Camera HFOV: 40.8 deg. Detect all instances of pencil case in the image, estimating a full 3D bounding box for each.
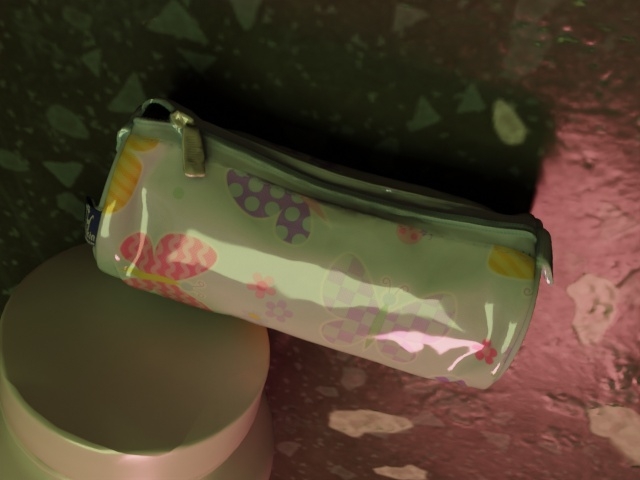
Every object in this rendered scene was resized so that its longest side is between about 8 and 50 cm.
[{"bbox_3d":[0.000,0.000,0.538,0.273,0.113,0.124,19,119,1],"label":"pencil case"}]

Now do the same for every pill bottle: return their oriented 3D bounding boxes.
[{"bbox_3d":[-0.165,0.198,0.689,0.229,0.229,0.407,20,133,0],"label":"pill bottle"}]
